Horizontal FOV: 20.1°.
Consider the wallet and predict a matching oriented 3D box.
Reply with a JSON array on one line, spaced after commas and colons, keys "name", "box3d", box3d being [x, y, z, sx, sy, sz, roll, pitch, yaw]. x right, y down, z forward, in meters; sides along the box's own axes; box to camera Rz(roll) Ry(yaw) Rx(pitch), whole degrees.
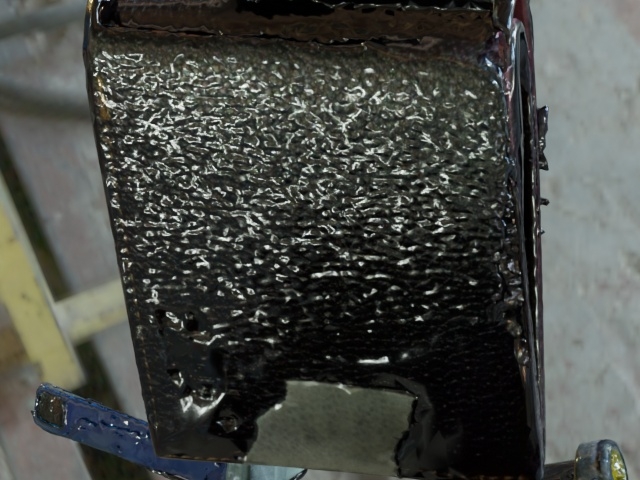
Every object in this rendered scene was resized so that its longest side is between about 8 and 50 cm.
[{"name": "wallet", "box3d": [0.000, 0.000, 0.889, 0.220, 0.262, 0.071, 2, 24, 16]}]

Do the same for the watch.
[{"name": "watch", "box3d": [-0.107, 0.149, 1.861, 0.274, 0.068, 0.276, 16, 35, 25]}]

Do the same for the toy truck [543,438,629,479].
[{"name": "toy truck", "box3d": [0.108, 0.187, 0.891, 0.098, 0.114, 0.227, -14, 19, 23]}]
